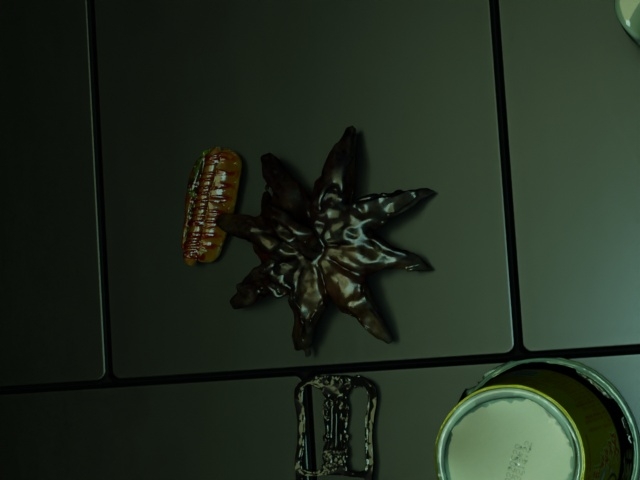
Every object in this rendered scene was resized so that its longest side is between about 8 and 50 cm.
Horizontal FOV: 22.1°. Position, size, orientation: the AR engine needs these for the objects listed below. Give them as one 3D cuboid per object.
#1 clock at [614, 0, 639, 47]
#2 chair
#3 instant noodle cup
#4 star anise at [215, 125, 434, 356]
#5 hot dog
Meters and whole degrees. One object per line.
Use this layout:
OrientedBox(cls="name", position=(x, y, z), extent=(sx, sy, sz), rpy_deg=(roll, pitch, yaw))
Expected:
OrientedBox(cls="clock", position=(0.493, -0.267, 1.700), extent=(0.324, 0.108, 0.265), rpy_deg=(31, 95, 17))
OrientedBox(cls="chair", position=(0.003, 0.267, 1.827), extent=(0.106, 0.113, 0.229), rpy_deg=(-2, 89, 16))
OrientedBox(cls="instant noodle cup", position=(0.213, 0.220, 1.693), extent=(0.215, 0.236, 0.216), rpy_deg=(-2, 83, 17))
OrientedBox(cls="star anise", position=(0.000, 0.000, 1.848), extent=(0.272, 0.102, 0.272), rpy_deg=(-1, 87, 15))
OrientedBox(cls="hot dog", position=(-0.132, -0.040, 1.926), extent=(0.062, 0.038, 0.144), rpy_deg=(15, 91, 18))
